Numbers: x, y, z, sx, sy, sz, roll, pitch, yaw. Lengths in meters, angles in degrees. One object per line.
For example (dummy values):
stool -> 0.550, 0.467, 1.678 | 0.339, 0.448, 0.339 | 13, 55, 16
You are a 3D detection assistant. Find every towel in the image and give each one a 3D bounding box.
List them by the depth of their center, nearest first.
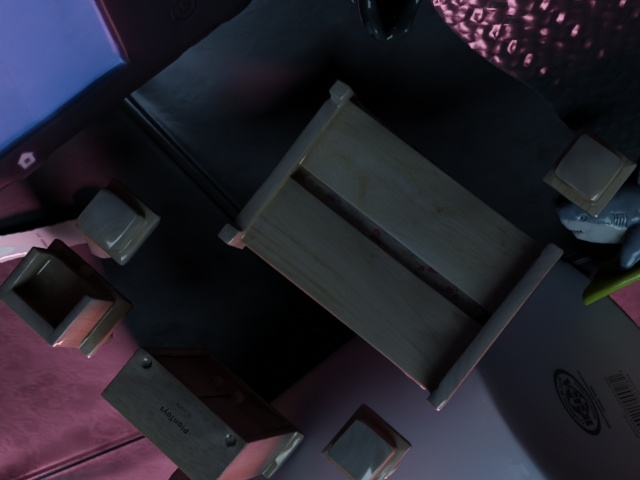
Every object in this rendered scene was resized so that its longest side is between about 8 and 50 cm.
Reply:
towel -> 0.323, -0.015, 1.144 | 0.237, 0.021, 0.102 | -29, 179, 24

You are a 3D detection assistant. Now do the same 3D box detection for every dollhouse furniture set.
dollhouse furniture set -> 0.000, 0.000, 1.044 | 0.355, 0.303, 0.174 | -51, 169, 3

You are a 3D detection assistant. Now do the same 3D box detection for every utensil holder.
utensil holder -> 0.094, 0.227, 1.209 | 0.328, 0.327, 0.385 | 24, 129, -34

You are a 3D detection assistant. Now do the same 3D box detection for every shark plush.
shark plush -> 0.272, -0.039, 1.127 | 0.161, 0.073, 0.067 | -30, 106, 32

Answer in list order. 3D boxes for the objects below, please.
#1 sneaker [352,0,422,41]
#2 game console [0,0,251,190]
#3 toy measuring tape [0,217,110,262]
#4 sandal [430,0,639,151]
sneaker -> 0.060, -0.197, 0.871 | 0.072, 0.077, 0.178 | -2, 140, -10
game console -> -0.222, -0.143, 0.757 | 0.386, 0.060, 0.342 | -38, 141, -13
toy measuring tape -> -0.317, 0.057, 1.085 | 0.330, 0.121, 0.121 | -10, 141, 2
sandal -> 0.155, -0.177, 0.880 | 0.168, 0.107, 0.446 | -27, 156, 11
